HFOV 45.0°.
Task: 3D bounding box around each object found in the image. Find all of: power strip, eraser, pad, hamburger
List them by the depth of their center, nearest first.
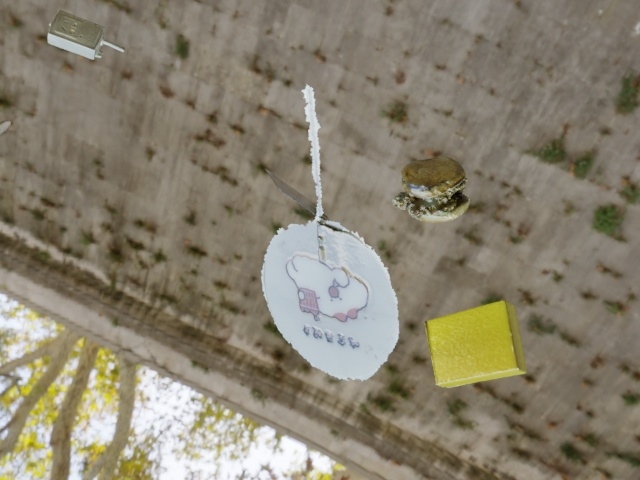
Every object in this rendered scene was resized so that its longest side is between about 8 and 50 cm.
[{"bbox_3d":[0.212,0.144,1.060,0.045,0.122,0.097,23,-124,-54],"label":"eraser"},{"bbox_3d":[-0.031,-0.063,1.155,0.112,0.003,0.157,35,-174,-18],"label":"pad"},{"bbox_3d":[-0.529,-0.457,1.743,0.175,0.042,0.075,18,-116,-12],"label":"power strip"},{"bbox_3d":[0.253,-0.103,1.761,0.185,0.131,0.159,-11,-150,0],"label":"hamburger"}]

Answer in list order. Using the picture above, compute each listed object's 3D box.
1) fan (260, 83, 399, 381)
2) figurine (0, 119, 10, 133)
[{"bbox_3d":[-0.001,0.000,0.821,0.191,0.329,0.009,12,-156,37],"label":"fan"},{"bbox_3d":[-0.701,-0.208,1.299,0.332,0.204,0.185,42,177,-34],"label":"figurine"}]
